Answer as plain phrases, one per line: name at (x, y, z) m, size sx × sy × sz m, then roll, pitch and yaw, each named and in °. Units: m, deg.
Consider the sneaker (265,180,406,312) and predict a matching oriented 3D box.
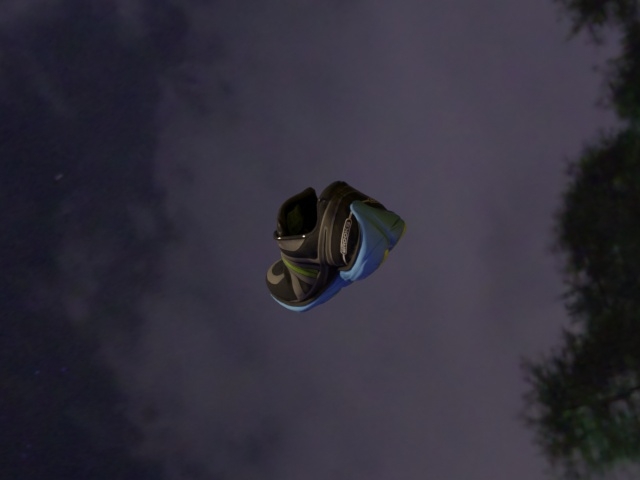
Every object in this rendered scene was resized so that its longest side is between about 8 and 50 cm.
sneaker at (0.000, 0.000, 0.805) m, size 0.078 × 0.188 × 0.067 m, roll 44°, pitch -114°, yaw -3°
